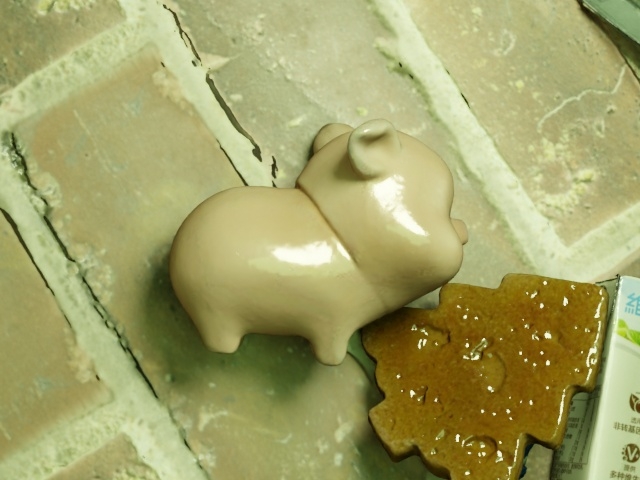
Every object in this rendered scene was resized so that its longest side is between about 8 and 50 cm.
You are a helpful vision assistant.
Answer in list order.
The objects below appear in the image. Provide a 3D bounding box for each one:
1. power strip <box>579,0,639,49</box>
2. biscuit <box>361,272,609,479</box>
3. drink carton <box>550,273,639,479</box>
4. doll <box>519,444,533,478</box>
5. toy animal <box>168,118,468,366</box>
[{"bbox_3d":[0.445,-0.315,1.533,0.213,0.064,0.198,-40,63,-11],"label":"power strip"},{"bbox_3d":[0.194,0.146,1.407,0.301,0.043,0.278,-30,60,4],"label":"biscuit"},{"bbox_3d":[0.384,0.221,1.470,0.194,0.132,0.325,13,80,-9],"label":"drink carton"},{"bbox_3d":[0.219,0.234,1.454,0.057,0.114,0.227,24,87,18],"label":"doll"},{"bbox_3d":[0.000,0.000,1.386,0.326,0.237,0.269,3,95,-9],"label":"toy animal"}]
